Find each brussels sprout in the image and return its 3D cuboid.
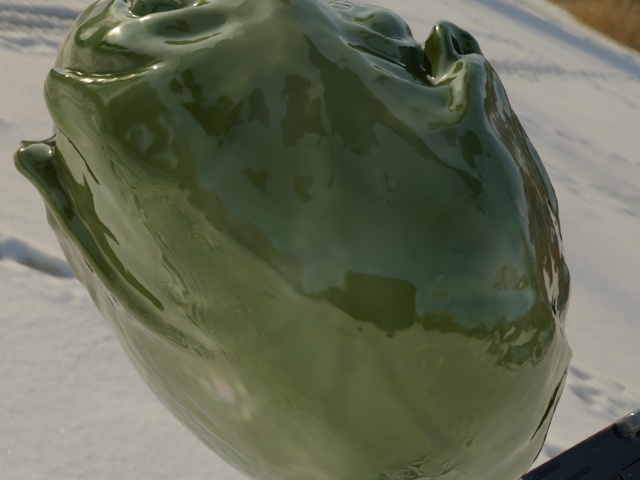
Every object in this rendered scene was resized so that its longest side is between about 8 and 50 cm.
[{"bbox_3d":[0.000,0.000,0.555,0.247,0.328,0.328,-29,46,-19],"label":"brussels sprout"}]

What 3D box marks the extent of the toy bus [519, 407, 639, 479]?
[{"bbox_3d":[0.284,0.302,1.141,0.329,0.153,0.143,-20,72,-32],"label":"toy bus"}]
